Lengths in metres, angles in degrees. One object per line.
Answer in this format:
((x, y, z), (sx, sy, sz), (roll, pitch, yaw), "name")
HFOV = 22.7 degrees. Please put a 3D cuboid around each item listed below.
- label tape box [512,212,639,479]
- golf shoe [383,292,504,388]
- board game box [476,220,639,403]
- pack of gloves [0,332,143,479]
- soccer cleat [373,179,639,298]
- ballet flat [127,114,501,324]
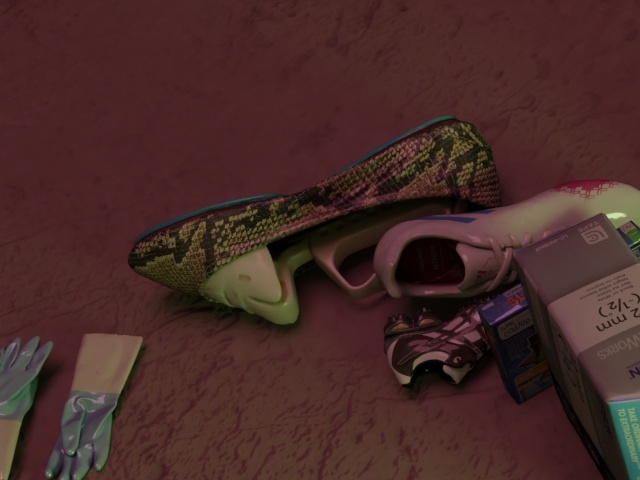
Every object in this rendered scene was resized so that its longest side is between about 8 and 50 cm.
((0.322, 0.176, 1.562), (0.115, 0.249, 0.347), (-23, 40, 0), "label tape box")
((0.173, 0.120, 1.845), (0.198, 0.077, 0.094), (-14, 63, 9), "golf shoe")
((0.282, 0.081, 1.773), (0.201, 0.136, 0.035), (-28, 40, -7), "board game box")
((-0.339, 0.217, 2.002), (0.195, 0.046, 0.232), (3, 49, 12), "pack of gloves")
((0.224, 0.014, 1.858), (0.331, 0.116, 0.143), (-12, 15, 8), "soccer cleat")
((0.000, 0.000, 1.999), (0.483, 0.164, 0.182), (-20, 66, 1), "ballet flat")
